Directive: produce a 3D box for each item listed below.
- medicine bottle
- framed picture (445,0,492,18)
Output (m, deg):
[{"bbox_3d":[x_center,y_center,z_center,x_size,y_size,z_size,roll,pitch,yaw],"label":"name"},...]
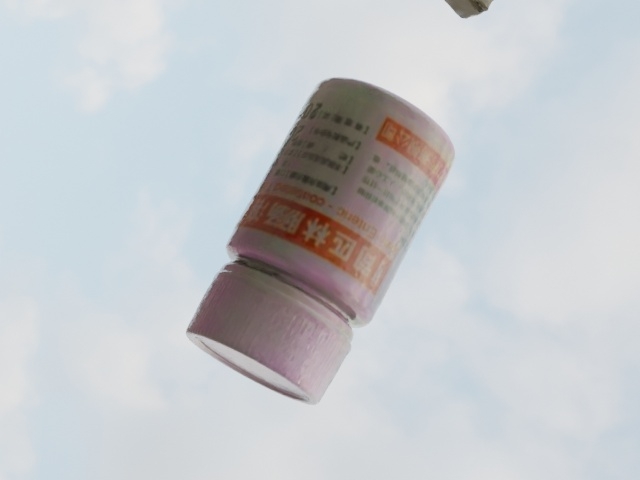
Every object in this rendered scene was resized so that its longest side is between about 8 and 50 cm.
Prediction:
[{"bbox_3d":[0.000,0.000,1.646,0.219,0.219,0.388,14,-110,49],"label":"medicine bottle"},{"bbox_3d":[0.031,-0.420,0.884,0.028,0.446,0.326,-8,-130,49],"label":"framed picture"}]
